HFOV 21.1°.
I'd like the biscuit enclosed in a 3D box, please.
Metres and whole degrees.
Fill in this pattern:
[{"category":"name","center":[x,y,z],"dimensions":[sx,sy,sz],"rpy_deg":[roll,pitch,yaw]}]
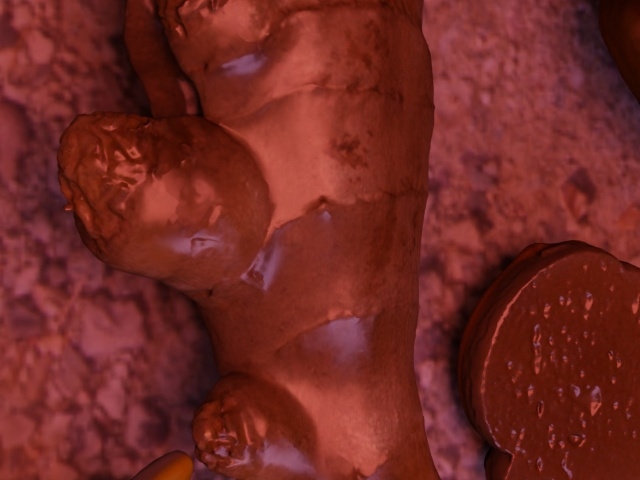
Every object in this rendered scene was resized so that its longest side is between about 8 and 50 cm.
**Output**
[{"category":"biscuit","center":[0.152,0.084,1.042],"dimensions":[0.170,0.050,0.170],"rpy_deg":[-5,101,-25]}]

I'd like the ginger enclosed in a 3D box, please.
[{"category":"ginger","center":[-0.011,-0.001,0.879],"dimensions":[0.236,0.166,0.375],"rpy_deg":[13,63,-63]}]

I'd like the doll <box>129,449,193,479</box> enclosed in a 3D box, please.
[{"category":"doll","center":[-0.142,0.244,0.875],"dimensions":[0.316,0.103,0.145],"rpy_deg":[-41,112,-14]}]

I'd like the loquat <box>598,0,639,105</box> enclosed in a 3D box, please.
[{"category":"loquat","center":[0.265,-0.134,1.029],"dimensions":[0.234,0.176,0.187],"rpy_deg":[41,58,-24]}]
